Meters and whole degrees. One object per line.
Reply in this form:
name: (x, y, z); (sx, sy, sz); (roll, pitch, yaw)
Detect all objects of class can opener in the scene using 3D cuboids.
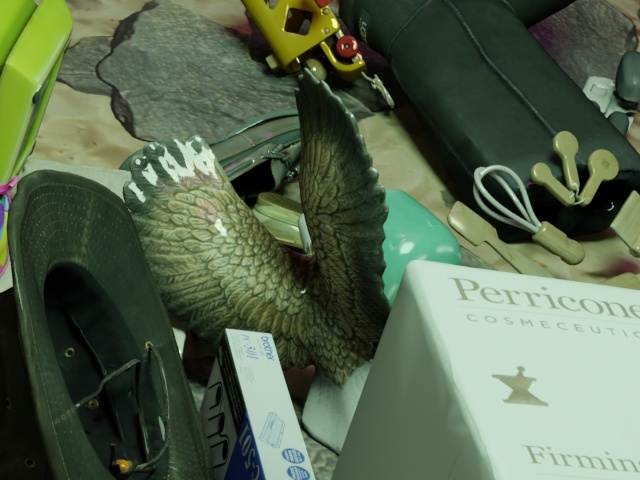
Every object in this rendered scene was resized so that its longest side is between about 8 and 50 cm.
can opener: (0.359, -0.165, 2.298); (0.076, 0.095, 0.283); (21, 29, 7)

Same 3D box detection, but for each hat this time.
hat: (-0.203, 0.117, 1.404); (0.134, 0.331, 0.331); (-17, 24, 17)

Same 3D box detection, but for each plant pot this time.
plant pot: (-0.367, -0.154, 1.756); (0.207, 0.227, 0.228); (22, 28, -5)

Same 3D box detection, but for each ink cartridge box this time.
ink cartridge box: (-0.054, 0.171, 1.491); (0.046, 0.097, 0.207); (7, 31, -18)

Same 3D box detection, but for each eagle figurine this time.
eagle figurine: (-0.010, 0.021, 1.601); (0.225, 0.226, 0.298); (30, -12, 50)

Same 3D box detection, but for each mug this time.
mug: (0.066, 0.040, 1.773); (0.097, 0.158, 0.129); (41, 12, 31)

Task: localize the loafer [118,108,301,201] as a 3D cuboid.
loafer: (-0.085, -0.065, 1.905); (0.267, 0.096, 0.084); (-16, 56, -34)

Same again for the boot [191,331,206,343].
boot: (-0.075, 0.055, 1.724); (0.084, 0.059, 0.158); (21, 28, -5)

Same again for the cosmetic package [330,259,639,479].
cosmetic package: (0.201, 0.266, 1.234); (0.329, 0.327, 0.394); (8, 30, -18)

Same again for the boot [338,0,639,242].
boot: (0.271, -0.201, 2.176); (0.367, 0.146, 0.445); (-19, 44, -14)

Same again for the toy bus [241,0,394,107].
toy bus: (-0.020, -0.244, 2.214); (0.104, 0.191, 0.202); (-32, 38, 2)

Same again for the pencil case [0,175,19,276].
pencil case: (-0.380, -0.021, 1.597); (0.236, 0.104, 0.104); (6, 29, 5)

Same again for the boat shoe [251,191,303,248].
boat shoe: (-0.001, 0.000, 1.879); (0.153, 0.048, 0.056); (22, 17, -6)

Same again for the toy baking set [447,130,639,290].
toy baking set: (0.252, -0.008, 1.938); (0.256, 0.030, 0.197); (-23, 81, -31)

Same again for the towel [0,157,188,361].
towel: (-0.206, 0.022, 1.690); (0.187, 0.049, 0.282); (8, 35, -2)
